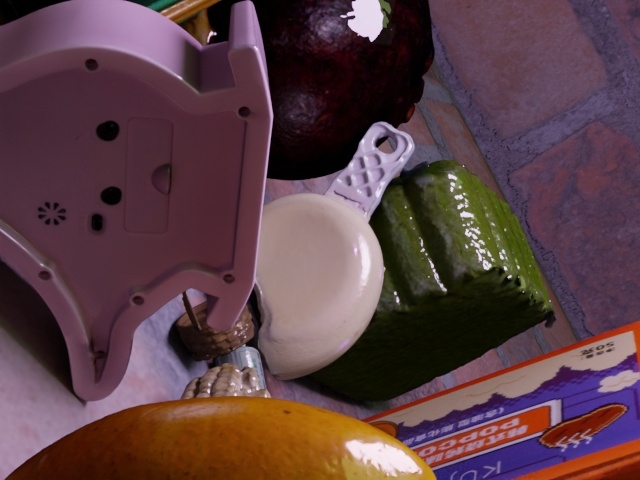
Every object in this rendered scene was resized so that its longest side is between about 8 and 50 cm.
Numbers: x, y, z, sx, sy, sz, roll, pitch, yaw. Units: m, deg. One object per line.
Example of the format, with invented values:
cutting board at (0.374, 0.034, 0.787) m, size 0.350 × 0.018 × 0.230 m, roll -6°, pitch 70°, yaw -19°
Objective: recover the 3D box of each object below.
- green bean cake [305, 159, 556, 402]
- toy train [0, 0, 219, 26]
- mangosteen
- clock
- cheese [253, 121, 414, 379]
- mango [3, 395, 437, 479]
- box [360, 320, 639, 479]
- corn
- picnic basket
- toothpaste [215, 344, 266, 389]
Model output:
green bean cake at (0.092, 0.048, 1.351) m, size 0.247 × 0.249 × 0.156 m, roll 30°, pitch 36°, yaw -58°
toy train at (-0.155, -0.245, 1.028) m, size 0.429 × 0.249 × 0.178 m, roll -40°, pitch 105°, yaw -47°
mangosteen at (-0.054, -0.221, 1.329) m, size 0.346 × 0.307 × 0.307 m, roll 20°, pitch 34°, yaw -18°
clock at (-0.173, -0.023, 0.883) m, size 0.080 × 0.275 × 0.290 m, roll -95°, pitch -172°, yaw -55°
cheese at (0.018, 0.009, 1.212) m, size 0.163 × 0.248 × 0.071 m, roll 50°, pitch -9°, yaw 21°
mango at (-0.061, 0.170, 0.748) m, size 0.187 × 0.257 × 0.138 m, roll 56°, pitch 19°, yaw -18°
box at (0.157, 0.290, 0.975) m, size 0.257 × 0.348 × 0.319 m, roll -61°, pitch 129°, yaw -70°
corn at (-0.089, 0.174, 0.968) m, size 0.087 × 0.087 × 0.211 m, roll 56°, pitch 25°, yaw -17°
picnic basket at (-0.099, 0.056, 1.115) m, size 0.072 × 0.072 × 0.083 m, roll -63°, pitch 133°, yaw -69°
toothpaste at (-0.055, 0.174, 1.119) m, size 0.064 × 0.041 × 0.218 m, roll 40°, pitch 30°, yaw -60°
